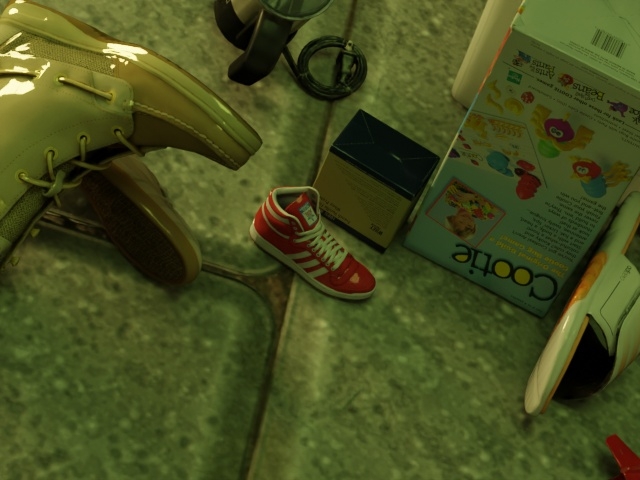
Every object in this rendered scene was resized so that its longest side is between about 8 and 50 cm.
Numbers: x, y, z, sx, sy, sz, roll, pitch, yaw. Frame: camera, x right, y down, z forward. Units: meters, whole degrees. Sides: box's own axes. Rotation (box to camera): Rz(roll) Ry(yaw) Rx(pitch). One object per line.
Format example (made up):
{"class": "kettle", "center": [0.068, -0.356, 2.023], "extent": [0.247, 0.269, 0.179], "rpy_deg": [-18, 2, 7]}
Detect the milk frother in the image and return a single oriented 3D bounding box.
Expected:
{"class": "milk frother", "center": [-0.012, -0.197, 1.571], "extent": [0.143, 0.135, 0.129], "rpy_deg": [2, 83, -16]}

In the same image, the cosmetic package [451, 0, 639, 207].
{"class": "cosmetic package", "center": [0.375, -0.252, 1.581], "extent": [0.327, 0.394, 0.329], "rpy_deg": [35, 50, 13]}

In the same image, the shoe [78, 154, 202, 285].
{"class": "shoe", "center": [-0.162, -0.052, 1.440], "extent": [0.058, 0.076, 0.219], "rpy_deg": [-32, 67, -31]}

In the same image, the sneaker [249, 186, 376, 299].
{"class": "sneaker", "center": [0.000, 0.000, 1.464], "extent": [0.118, 0.067, 0.042], "rpy_deg": [30, 49, 4]}

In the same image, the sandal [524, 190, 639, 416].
{"class": "sandal", "center": [0.250, 0.054, 1.492], "extent": [0.076, 0.102, 0.265], "rpy_deg": [29, 47, 7]}

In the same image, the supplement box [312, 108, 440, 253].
{"class": "supplement box", "center": [0.044, -0.050, 1.509], "extent": [0.083, 0.083, 0.056], "rpy_deg": [32, 49, 6]}

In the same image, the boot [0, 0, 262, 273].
{"class": "boot", "center": [-0.190, -0.057, 1.348], "extent": [0.262, 0.095, 0.203], "rpy_deg": [26, 77, 27]}

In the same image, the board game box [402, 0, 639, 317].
{"class": "board game box", "center": [0.194, -0.092, 1.471], "extent": [0.144, 0.275, 0.142], "rpy_deg": [28, 49, 3]}

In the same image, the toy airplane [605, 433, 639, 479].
{"class": "toy airplane", "center": [0.290, 0.184, 1.451], "extent": [0.151, 0.028, 0.151], "rpy_deg": [10, 49, -12]}
